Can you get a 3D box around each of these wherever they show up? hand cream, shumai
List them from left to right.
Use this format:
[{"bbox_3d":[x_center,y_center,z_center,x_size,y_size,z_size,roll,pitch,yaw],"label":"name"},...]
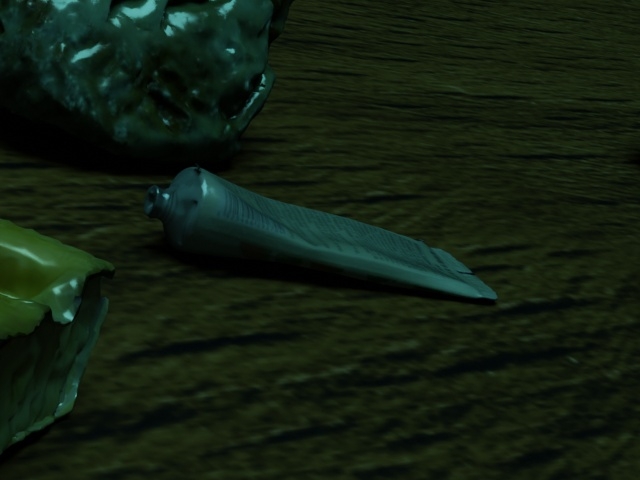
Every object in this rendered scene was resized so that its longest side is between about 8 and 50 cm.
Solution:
[{"bbox_3d":[-0.095,-0.125,0.821,0.184,0.142,0.184,14,16,-4],"label":"shumai"},{"bbox_3d":[0.000,0.000,0.730,0.165,0.037,0.057,14,17,-30],"label":"hand cream"}]

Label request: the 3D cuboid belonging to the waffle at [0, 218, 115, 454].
[{"bbox_3d":[-0.201,0.022,0.452,0.221,0.055,0.248,20,20,10],"label":"waffle"}]
